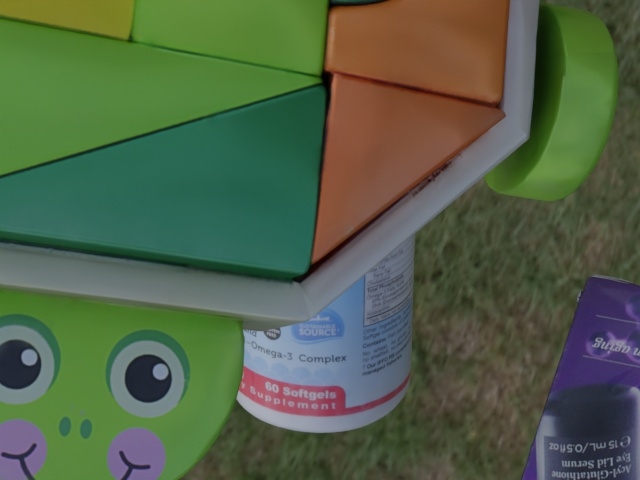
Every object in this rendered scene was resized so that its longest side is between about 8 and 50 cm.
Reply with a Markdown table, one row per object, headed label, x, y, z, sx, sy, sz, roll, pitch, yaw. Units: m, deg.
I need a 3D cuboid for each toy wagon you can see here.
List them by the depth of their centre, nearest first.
| label | x | y | z | sx | sy | sz | roll | pitch | yaw |
| --- | --- | --- | --- | --- | --- | --- | --- | --- | --- |
| toy wagon | -0.047 | -0.075 | 0.415 | 0.267 | 0.068 | 0.344 | 8 | 80 | -19 |

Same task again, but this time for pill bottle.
| label | x | y | z | sx | sy | sz | roll | pitch | yaw |
| --- | --- | --- | --- | --- | --- | --- | --- | --- | --- |
| pill bottle | 0.000 | 0.000 | 0.739 | 0.087 | 0.087 | 0.160 | 6 | 116 | 13 |

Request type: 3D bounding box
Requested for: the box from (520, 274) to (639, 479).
| label | x | y | z | sx | sy | sz | roll | pitch | yaw |
| --- | --- | --- | --- | --- | --- | --- | --- | --- | --- |
| box | 0.156 | 0.136 | 0.631 | 0.153 | 0.207 | 0.108 | 9 | 153 | 25 |
